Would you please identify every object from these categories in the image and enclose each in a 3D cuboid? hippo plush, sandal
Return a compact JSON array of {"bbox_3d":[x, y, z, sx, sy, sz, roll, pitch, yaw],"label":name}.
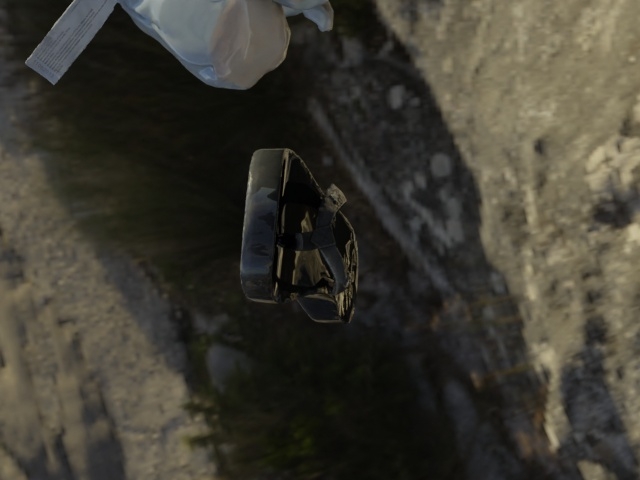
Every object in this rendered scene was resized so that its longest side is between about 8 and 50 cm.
[{"bbox_3d":[-0.048,-0.209,1.074,0.294,0.236,0.234,-42,69,27],"label":"hippo plush"},{"bbox_3d":[0.000,-0.001,0.941,0.054,0.254,0.097,1,83,14],"label":"sandal"}]
